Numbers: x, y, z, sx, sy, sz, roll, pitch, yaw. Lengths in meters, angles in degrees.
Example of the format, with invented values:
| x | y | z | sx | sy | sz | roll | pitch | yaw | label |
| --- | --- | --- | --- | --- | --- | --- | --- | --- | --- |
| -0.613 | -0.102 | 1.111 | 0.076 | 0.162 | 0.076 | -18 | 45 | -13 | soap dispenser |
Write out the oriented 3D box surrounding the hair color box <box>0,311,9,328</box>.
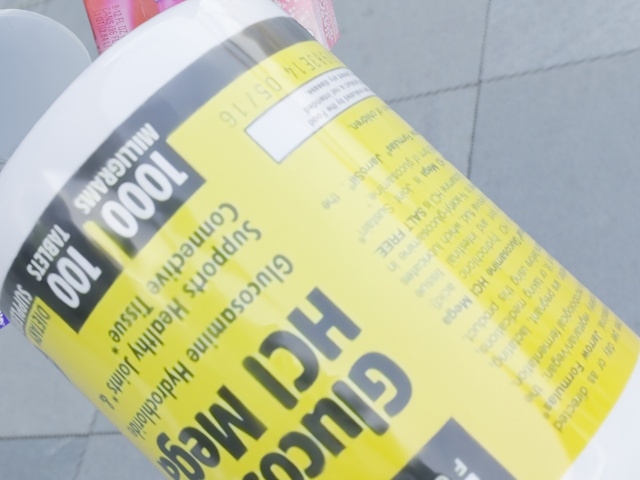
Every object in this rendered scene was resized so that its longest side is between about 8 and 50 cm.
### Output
| x | y | z | sx | sy | sz | roll | pitch | yaw | label |
| --- | --- | --- | --- | --- | --- | --- | --- | --- | --- |
| -0.425 | 0.056 | 0.908 | 0.185 | 0.110 | 0.339 | 22 | 39 | 26 | hair color box |

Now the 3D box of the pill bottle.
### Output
| x | y | z | sx | sy | sz | roll | pitch | yaw | label |
| --- | --- | --- | --- | --- | --- | --- | --- | --- | --- |
| 0.026 | 0.063 | 0.449 | 0.334 | 0.188 | 0.188 | 43 | 83 | 5 | pill bottle |

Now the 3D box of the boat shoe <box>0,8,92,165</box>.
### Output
| x | y | z | sx | sy | sz | roll | pitch | yaw | label |
| --- | --- | --- | --- | --- | --- | --- | --- | --- | --- |
| -0.341 | -0.107 | 0.793 | 0.157 | 0.135 | 0.367 | 8 | 20 | 25 | boat shoe |

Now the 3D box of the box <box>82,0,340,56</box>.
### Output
| x | y | z | sx | sy | sz | roll | pitch | yaw | label |
| --- | --- | --- | --- | --- | --- | --- | --- | --- | --- |
| -0.082 | -0.220 | 0.588 | 0.128 | 0.256 | 0.122 | -13 | 14 | 10 | box |
